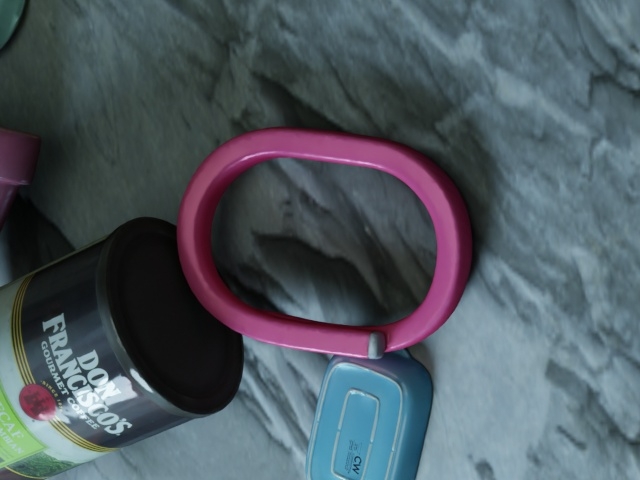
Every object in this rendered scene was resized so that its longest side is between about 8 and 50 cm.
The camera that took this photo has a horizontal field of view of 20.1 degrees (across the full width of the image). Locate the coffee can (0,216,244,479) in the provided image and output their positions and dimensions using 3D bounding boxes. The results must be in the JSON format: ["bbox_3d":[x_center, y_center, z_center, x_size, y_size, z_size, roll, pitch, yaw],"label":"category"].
[{"bbox_3d":[-0.243,0.119,1.787,0.275,0.201,0.201,-25,86,29],"label":"coffee can"}]

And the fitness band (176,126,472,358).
[{"bbox_3d":[0.000,0.000,1.706,0.291,0.054,0.209,8,95,22],"label":"fitness band"}]

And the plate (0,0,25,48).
[{"bbox_3d":[-0.391,-0.273,1.894,0.188,0.024,0.188,1,93,24],"label":"plate"}]

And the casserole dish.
[{"bbox_3d":[0.041,0.185,1.741,0.114,0.037,0.188,19,107,25],"label":"casserole dish"}]

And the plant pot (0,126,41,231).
[{"bbox_3d":[-0.397,-0.041,1.825,0.201,0.201,0.180,13,91,26],"label":"plant pot"}]
